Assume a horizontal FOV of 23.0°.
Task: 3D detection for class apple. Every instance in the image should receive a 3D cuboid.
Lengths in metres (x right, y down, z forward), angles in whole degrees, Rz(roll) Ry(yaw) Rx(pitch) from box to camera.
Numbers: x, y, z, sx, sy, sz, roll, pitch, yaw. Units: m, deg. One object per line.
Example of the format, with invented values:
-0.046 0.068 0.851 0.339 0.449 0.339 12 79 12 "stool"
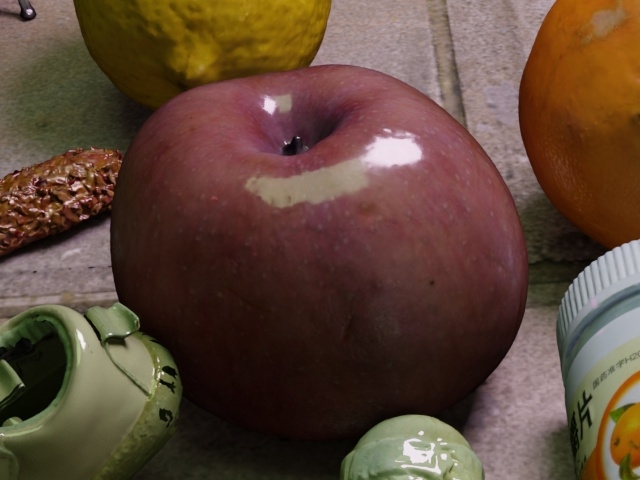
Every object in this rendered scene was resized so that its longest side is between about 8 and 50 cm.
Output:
0.000 0.000 1.139 0.305 0.235 0.306 -4 34 3 "apple"

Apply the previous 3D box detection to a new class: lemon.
-0.108 -0.236 1.463 0.267 0.267 0.267 -3 37 3 "lemon"

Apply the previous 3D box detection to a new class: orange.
0.285 -0.108 1.231 0.261 0.261 0.261 -3 37 3 "orange"

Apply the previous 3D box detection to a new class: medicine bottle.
0.239 0.150 0.977 0.158 0.158 0.318 -3 37 3 "medicine bottle"

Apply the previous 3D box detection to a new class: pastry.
-0.236 -0.041 1.368 0.169 0.063 0.087 -25 39 -23 "pastry"

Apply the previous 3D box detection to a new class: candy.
0.065 0.247 0.957 0.092 0.093 0.335 -38 36 30 "candy"

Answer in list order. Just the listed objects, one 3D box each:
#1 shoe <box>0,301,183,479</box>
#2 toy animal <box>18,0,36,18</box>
-0.215 0.138 1.041 0.262 0.128 0.140 -37 30 -1 "shoe"
-0.347 -0.334 1.676 0.073 0.176 0.217 -8 36 -4 "toy animal"
